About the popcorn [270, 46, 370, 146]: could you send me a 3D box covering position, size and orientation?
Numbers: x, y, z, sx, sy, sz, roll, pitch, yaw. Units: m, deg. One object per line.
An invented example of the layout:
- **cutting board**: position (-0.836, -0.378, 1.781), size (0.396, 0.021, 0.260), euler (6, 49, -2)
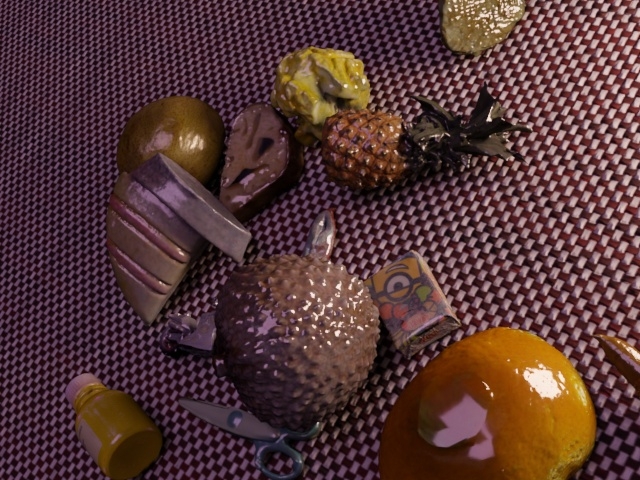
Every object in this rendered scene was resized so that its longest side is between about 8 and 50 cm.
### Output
- **popcorn**: position (0.001, -0.279, 1.694), size (0.187, 0.185, 0.167), euler (-23, 49, -4)

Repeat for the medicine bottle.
- **medicine bottle**: position (-0.391, 0.329, 1.617), size (0.122, 0.122, 0.212), euler (-51, 50, -4)

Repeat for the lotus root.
- **lotus root**: position (-0.118, -0.155, 1.763), size (0.170, 0.074, 0.260), euler (-8, 63, 25)

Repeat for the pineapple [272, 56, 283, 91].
- **pineapple**: position (-0.037, -0.325, 1.802), size (0.116, 0.137, 0.069), euler (1, 59, -17)

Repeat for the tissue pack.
- **tissue pack**: position (0.151, 0.104, 1.463), size (0.109, 0.060, 0.148), euler (-35, 53, 11)

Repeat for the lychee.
- **lychee**: position (-0.038, 0.158, 1.406), size (0.300, 0.300, 0.300), euler (-14, 57, 24)

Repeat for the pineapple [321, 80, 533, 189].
- **pineapple**: position (0.187, -0.181, 1.563), size (0.364, 0.165, 0.165), euler (-7, 60, 18)

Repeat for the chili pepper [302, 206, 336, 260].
- **chili pepper**: position (0.000, 0.000, 1.625), size (0.050, 0.041, 0.153), euler (19, 69, -7)

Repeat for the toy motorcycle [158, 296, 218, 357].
- **toy motorcycle**: position (-0.212, 0.162, 1.635), size (0.215, 0.080, 0.122), euler (0, 64, 35)

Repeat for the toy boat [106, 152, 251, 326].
- **toy boat**: position (-0.308, -0.018, 1.696), size (0.293, 0.111, 0.276), euler (-34, 89, 11)

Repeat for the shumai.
- **shumai**: position (0.272, -0.445, 1.662), size (0.184, 0.184, 0.142), euler (-42, 27, 3)

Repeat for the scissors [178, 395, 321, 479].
- **scissors**: position (-0.133, 0.317, 1.523), size (0.289, 0.041, 0.138), euler (12, 69, 31)

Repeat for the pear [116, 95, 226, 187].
- **pear**: position (-0.303, -0.181, 1.810), size (0.228, 0.188, 0.211), euler (-18, 59, 19)

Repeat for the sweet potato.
- **sweet potato**: position (0.473, 0.223, 1.200), size (0.067, 0.067, 0.274), euler (-42, 58, 4)

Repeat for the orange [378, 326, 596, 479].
- **orange**: position (0.231, 0.278, 1.261), size (0.334, 0.196, 0.262), euler (-43, 64, -6)
